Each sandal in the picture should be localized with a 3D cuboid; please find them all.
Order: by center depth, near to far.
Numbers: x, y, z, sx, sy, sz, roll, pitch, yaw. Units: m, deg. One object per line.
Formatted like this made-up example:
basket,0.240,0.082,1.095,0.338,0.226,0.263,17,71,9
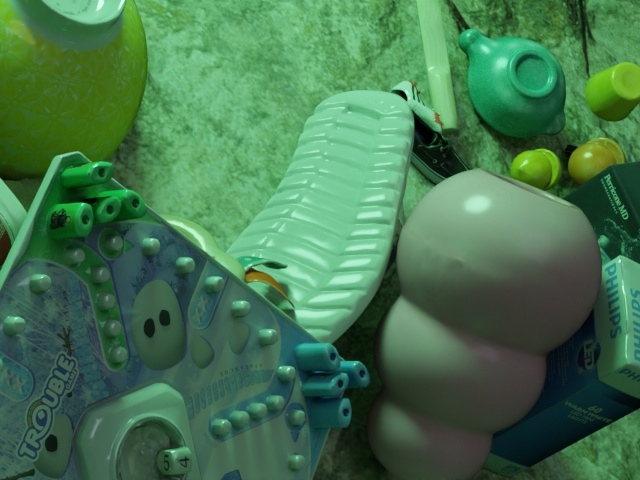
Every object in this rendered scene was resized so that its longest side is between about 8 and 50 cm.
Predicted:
sandal,0.014,0.002,1.759,0.102,0.169,0.416,74,33,-42

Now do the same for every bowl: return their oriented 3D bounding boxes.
bowl,-0.273,-0.216,1.628,0.289,0.156,0.289,22,50,-29

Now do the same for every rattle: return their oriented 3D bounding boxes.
rattle,-0.118,-0.005,1.592,0.200,0.142,0.130,9,26,5

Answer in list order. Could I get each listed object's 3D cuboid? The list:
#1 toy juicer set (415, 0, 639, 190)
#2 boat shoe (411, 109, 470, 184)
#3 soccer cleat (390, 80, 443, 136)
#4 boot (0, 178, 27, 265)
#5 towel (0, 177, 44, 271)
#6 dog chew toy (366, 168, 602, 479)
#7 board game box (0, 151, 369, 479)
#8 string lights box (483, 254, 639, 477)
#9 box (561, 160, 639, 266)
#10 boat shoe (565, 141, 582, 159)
toy juicer set,0.240,-0.161,2.092,0.329,0.089,0.209,17,71,-13
boat shoe,0.128,-0.110,1.980,0.142,0.040,0.049,37,45,-16
soccer cleat,0.115,-0.155,2.009,0.036,0.029,0.083,-21,71,-33
boot,-0.393,-0.050,1.476,0.176,0.088,0.244,-33,77,-32
towel,-0.282,0.008,1.567,0.110,0.027,0.148,1,63,-39
dog chew toy,0.149,0.100,1.693,0.207,0.331,0.206,21,8,-3
board game box,-0.141,0.186,1.397,0.390,0.050,0.390,40,60,-37
string lights box,0.255,0.137,1.766,0.077,0.260,0.133,24,50,-27
box,0.353,0.009,2.008,0.093,0.158,0.156,-7,67,-42
boat shoe,0.360,-0.078,2.158,0.125,0.046,0.038,38,83,-7
